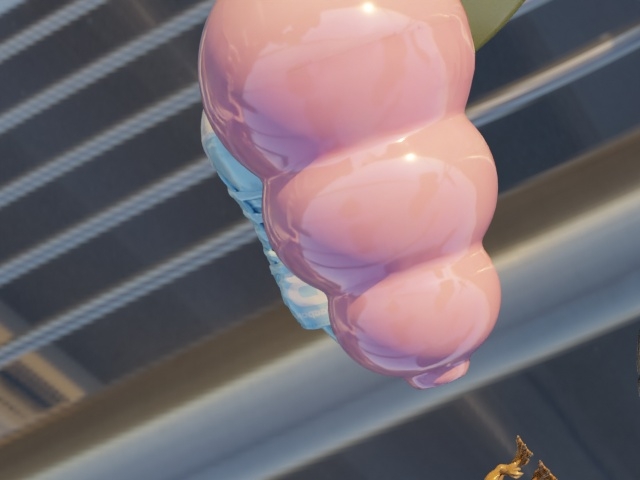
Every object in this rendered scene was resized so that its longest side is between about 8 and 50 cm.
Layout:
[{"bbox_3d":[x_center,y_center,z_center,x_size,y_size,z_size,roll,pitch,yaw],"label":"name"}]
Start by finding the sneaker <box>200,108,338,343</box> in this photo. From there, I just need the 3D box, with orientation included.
[{"bbox_3d":[0.000,0.000,1.409,0.135,0.150,0.366,-14,145,25],"label":"sneaker"}]

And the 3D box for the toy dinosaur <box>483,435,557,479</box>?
[{"bbox_3d":[0.190,0.271,1.558,0.112,0.064,0.211,-39,163,-5],"label":"toy dinosaur"}]

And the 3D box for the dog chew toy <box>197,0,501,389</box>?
[{"bbox_3d":[0.038,-0.052,1.075,0.207,0.206,0.331,-19,91,0],"label":"dog chew toy"}]

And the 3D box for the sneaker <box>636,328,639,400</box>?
[{"bbox_3d":[0.289,-0.026,0.781,0.140,0.125,0.340,0,118,-61],"label":"sneaker"}]

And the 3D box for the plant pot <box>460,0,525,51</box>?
[{"bbox_3d":[0.107,-0.309,1.334,0.212,0.212,0.187,14,166,-27],"label":"plant pot"}]
